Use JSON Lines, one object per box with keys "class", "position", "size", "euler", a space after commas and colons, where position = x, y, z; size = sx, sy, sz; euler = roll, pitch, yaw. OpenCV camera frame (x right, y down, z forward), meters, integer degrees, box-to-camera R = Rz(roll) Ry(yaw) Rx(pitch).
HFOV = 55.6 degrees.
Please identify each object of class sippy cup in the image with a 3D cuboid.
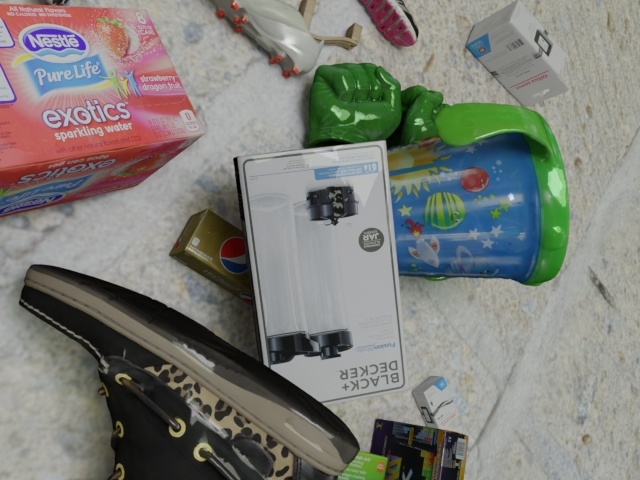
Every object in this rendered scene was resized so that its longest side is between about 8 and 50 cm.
{"class": "sippy cup", "position": [0.178, -0.047, 0.813], "size": [0.224, 0.240, 0.305], "euler": [-6, 114, 0]}

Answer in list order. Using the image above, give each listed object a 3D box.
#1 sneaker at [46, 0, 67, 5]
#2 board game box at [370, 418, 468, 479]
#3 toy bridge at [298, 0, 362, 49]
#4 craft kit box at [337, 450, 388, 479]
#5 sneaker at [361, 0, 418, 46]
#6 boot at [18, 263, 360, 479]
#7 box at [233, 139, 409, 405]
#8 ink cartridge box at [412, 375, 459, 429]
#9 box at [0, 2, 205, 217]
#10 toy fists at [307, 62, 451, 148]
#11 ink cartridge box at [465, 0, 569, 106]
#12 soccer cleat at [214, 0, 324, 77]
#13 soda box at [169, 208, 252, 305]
{"class": "sneaker", "position": [-0.311, -0.345, 0.692], "size": [0.071, 0.068, 0.169], "euler": [3, 71, -18]}
{"class": "board game box", "position": [0.119, 0.331, 0.799], "size": [0.048, 0.141, 0.170], "euler": [21, 71, -31]}
{"class": "toy bridge", "position": [-0.023, -0.329, 0.890], "size": [0.188, 0.026, 0.063], "euler": [21, 72, -29]}
{"class": "craft kit box", "position": [-0.047, 0.365, 0.738], "size": [0.250, 0.061, 0.246], "euler": [24, 72, -28]}
{"class": "sneaker", "position": [0.109, -0.391, 0.966], "size": [0.170, 0.063, 0.075], "euler": [49, 65, -11]}
{"class": "boot", "position": [-0.186, 0.216, 0.600], "size": [0.378, 0.138, 0.284], "euler": [30, 87, 3]}
{"class": "box", "position": [0.002, 0.038, 0.699], "size": [0.169, 0.087, 0.289], "euler": [-7, 99, -11]}
{"class": "ink cartridge box", "position": [0.178, 0.254, 0.920], "size": [0.048, 0.028, 0.083], "euler": [-28, 98, -34]}
{"class": "box", "position": [-0.282, -0.116, 0.560], "size": [0.300, 0.142, 0.154], "euler": [-26, 90, -51]}
{"class": "toy fists", "position": [0.106, -0.179, 0.909], "size": [0.279, 0.096, 0.142], "euler": [13, 74, -30]}
{"class": "ink cartridge box", "position": [0.366, -0.334, 1.103], "size": [0.180, 0.104, 0.060], "euler": [37, 63, -24]}
{"class": "soccer cleat", "position": [-0.077, -0.308, 0.825], "size": [0.196, 0.068, 0.076], "euler": [40, 75, -30]}
{"class": "soda box", "position": [-0.092, 0.037, 0.762], "size": [0.181, 0.058, 0.061], "euler": [35, 65, -24]}
